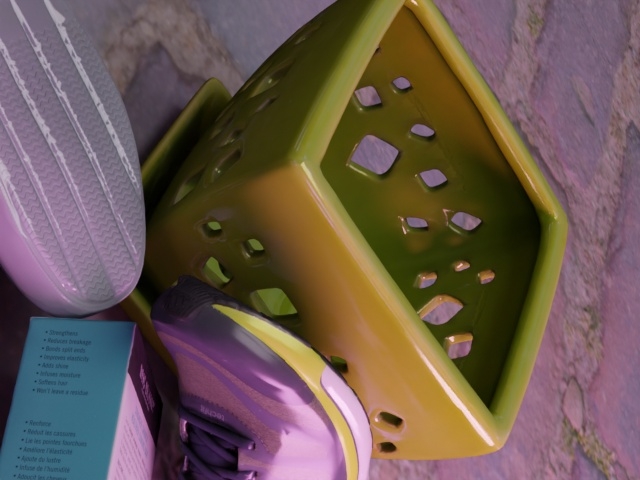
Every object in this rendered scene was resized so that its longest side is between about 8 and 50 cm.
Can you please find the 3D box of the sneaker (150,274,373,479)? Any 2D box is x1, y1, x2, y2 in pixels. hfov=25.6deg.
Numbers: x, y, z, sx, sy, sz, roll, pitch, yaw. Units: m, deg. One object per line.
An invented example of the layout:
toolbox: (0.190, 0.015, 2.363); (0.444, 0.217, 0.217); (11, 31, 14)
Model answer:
sneaker: (-0.039, 0.147, 0.779); (0.121, 0.111, 0.300); (-40, 133, -27)

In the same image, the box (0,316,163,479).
box: (-0.132, 0.168, 0.710); (0.100, 0.060, 0.244); (85, 9, -57)

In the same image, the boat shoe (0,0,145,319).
boat shoe: (-0.189, -0.097, 0.763); (0.109, 0.094, 0.302); (-25, 95, -50)

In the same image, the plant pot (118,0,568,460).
plant pot: (0.000, 0.000, 0.886); (0.228, 0.207, 0.227); (55, 38, -24)
